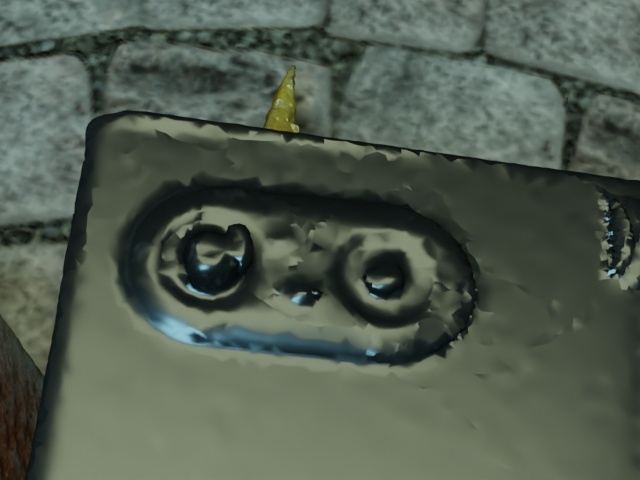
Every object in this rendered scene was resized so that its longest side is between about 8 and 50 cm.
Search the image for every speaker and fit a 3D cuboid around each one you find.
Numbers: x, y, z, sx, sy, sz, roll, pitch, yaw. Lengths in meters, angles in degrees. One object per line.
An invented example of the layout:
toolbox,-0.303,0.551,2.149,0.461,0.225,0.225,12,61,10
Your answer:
speaker,0.016,0.099,0.611,0.254,0.184,0.232,8,65,-2

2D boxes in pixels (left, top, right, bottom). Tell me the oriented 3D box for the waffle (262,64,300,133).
waffle,0.000,0.000,0.782,0.125,0.032,0.191,22,60,12

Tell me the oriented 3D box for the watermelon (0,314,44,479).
watermelon,-0.186,0.127,0.607,0.201,0.261,0.213,24,50,-22
